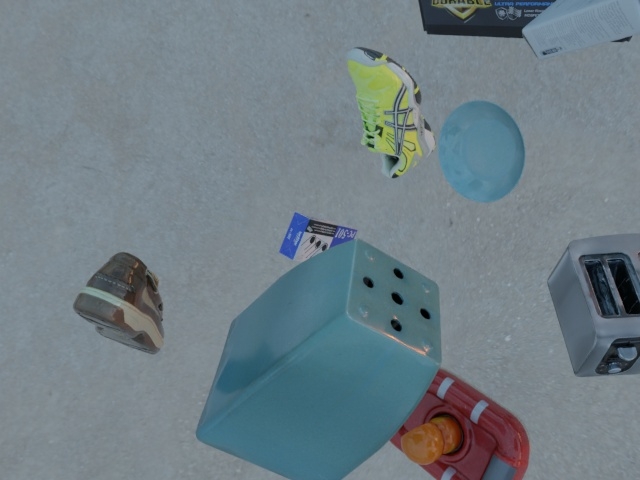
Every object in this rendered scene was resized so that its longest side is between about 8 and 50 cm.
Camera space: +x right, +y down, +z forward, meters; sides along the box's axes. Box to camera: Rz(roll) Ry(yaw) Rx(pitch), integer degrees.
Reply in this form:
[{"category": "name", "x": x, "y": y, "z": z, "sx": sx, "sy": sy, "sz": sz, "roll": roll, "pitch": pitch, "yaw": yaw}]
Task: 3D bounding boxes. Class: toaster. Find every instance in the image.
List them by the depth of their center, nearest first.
[{"category": "toaster", "x": 0.412, "y": 0.081, "z": 0.739, "sx": 0.168, "sy": 0.110, "sz": 0.185, "roll": -3, "pitch": 55, "yaw": 2}]

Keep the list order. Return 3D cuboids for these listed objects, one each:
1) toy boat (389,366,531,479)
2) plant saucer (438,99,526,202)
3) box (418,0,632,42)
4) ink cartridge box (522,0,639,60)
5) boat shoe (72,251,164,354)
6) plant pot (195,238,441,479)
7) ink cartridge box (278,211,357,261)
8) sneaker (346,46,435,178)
[{"category": "toy boat", "x": 0.171, "y": 0.281, "z": 0.800, "sx": 0.231, "sy": 0.151, "sz": 0.150, "roll": 29, "pitch": 105, "yaw": 42}, {"category": "plant saucer", "x": 0.311, "y": -0.170, "z": 1.052, "sx": 0.038, "sy": 0.195, "sz": 0.194, "roll": -19, "pitch": 69, "yaw": -36}, {"category": "box", "x": 0.242, "y": -0.397, "z": 0.680, "sx": 0.296, "sy": 0.293, "sz": 0.073, "roll": 20, "pitch": 60, "yaw": 36}, {"category": "ink cartridge box", "x": 0.322, "y": -0.256, "z": 0.483, "sx": 0.223, "sy": 0.224, "sz": 0.045, "roll": -40, "pitch": 102, "yaw": 0}, {"category": "boat shoe", "x": -0.239, "y": 0.084, "z": 0.723, "sx": 0.095, "sy": 0.257, "sz": 0.095, "roll": 22, "pitch": 68, "yaw": -5}, {"category": "plant pot", "x": 0.012, "y": 0.122, "z": 0.581, "sx": 0.166, "sy": 0.165, "sz": 0.234, "roll": 30, "pitch": 130, "yaw": -16}, {"category": "ink cartridge box", "x": 0.000, "y": 0.000, "z": 1.248, "sx": 0.046, "sy": 0.207, "sz": 0.097, "roll": 28, "pitch": 100, "yaw": 32}, {"category": "sneaker", "x": 0.160, "y": -0.294, "z": 1.333, "sx": 0.147, "sy": 0.384, "sz": 0.145, "roll": -50, "pitch": 44, "yaw": -9}]
